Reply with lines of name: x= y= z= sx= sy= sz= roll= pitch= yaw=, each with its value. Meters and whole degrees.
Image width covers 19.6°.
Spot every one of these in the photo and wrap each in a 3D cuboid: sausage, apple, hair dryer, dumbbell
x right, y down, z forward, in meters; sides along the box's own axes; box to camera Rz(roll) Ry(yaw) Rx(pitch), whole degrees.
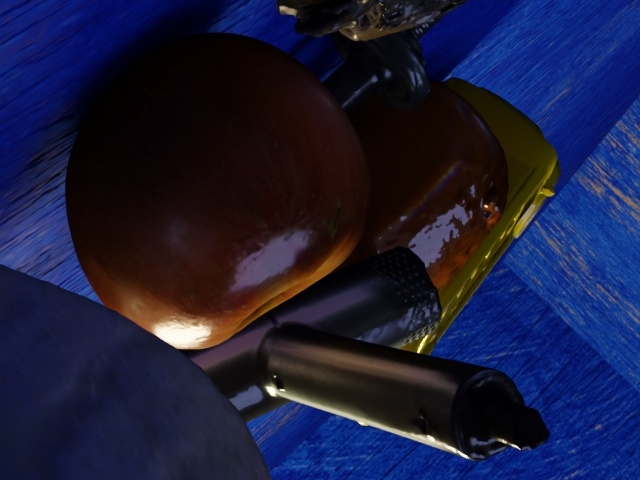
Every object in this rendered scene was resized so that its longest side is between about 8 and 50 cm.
sausage: x=0.000 y=0.000 z=1.229 sx=0.268 sy=0.153 sz=0.141 roll=-38 pitch=163 yaw=-5
apple: x=-0.055 y=-0.028 z=0.944 sx=0.163 sy=0.139 sz=0.163 roll=-33 pitch=177 yaw=-2
hair dryer: x=-0.043 y=0.076 z=0.985 sx=0.320 sy=0.156 sz=0.284 roll=-23 pitch=-179 yaw=-20
dumbbell: x=-0.003 y=-0.076 z=1.136 sx=0.254 sy=0.081 sz=0.081 roll=-44 pitch=171 yaw=-16

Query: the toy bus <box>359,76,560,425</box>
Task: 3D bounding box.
toy bus: x=0.086 y=-0.018 z=1.499 sx=0.330 sy=0.144 sz=0.152 roll=-51 pitch=175 yaw=-35

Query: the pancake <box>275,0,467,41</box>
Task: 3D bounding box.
pancake: x=0.129 y=-0.217 z=0.964 sx=0.382 sy=0.071 sz=0.382 roll=-32 pitch=172 yaw=-5

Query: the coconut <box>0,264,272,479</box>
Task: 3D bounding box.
coconut: x=-0.190 y=0.197 z=0.713 sx=0.415 sy=0.344 sz=0.415 roll=-26 pitch=-145 yaw=20
